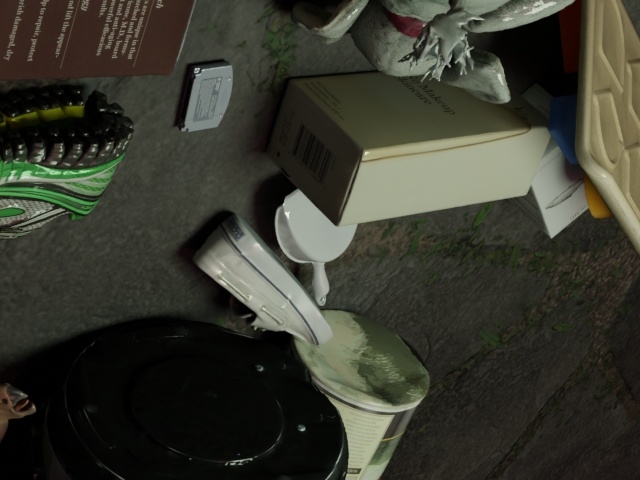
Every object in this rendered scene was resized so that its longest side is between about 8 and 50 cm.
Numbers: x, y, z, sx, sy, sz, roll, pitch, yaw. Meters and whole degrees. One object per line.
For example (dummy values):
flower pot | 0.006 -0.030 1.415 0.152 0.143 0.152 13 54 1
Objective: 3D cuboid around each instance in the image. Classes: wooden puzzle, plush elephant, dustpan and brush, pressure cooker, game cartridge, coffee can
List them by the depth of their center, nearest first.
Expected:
plush elephant | 0.123 -0.279 1.557 0.271 0.255 0.330 27 71 -14
game cartridge | -0.125 -0.159 1.617 0.056 0.017 0.083 -10 133 -33
pressure cooker | -0.180 0.359 1.787 0.369 0.375 0.420 -17 136 -40
dustpan and brush | 0.000 0.000 1.852 0.147 0.060 0.211 -37 127 -36
wooden puzzle | 0.360 -0.164 1.863 0.080 0.348 0.322 -9 153 23
coffee can | 0.005 0.263 2.019 0.201 0.201 0.275 -4 129 -42

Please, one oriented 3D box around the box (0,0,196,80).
box | -0.230 -0.253 1.285 0.203 0.168 0.167 -8 132 -39

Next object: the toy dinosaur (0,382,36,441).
toy dinosaur | -0.444 0.240 1.638 0.295 0.127 0.200 -36 145 -2

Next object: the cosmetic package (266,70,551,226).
cosmetic package | 0.110 -0.120 1.760 0.309 0.160 0.113 -12 134 -38

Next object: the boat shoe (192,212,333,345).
boat shoe | -0.071 0.069 1.840 0.088 0.096 0.267 -38 144 1

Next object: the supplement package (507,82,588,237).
supplement package | 0.306 -0.107 2.006 0.105 0.105 0.179 -40 145 -5

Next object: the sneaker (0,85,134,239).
sneaker | -0.341 -0.049 1.423 0.343 0.134 0.146 -9 133 -39
